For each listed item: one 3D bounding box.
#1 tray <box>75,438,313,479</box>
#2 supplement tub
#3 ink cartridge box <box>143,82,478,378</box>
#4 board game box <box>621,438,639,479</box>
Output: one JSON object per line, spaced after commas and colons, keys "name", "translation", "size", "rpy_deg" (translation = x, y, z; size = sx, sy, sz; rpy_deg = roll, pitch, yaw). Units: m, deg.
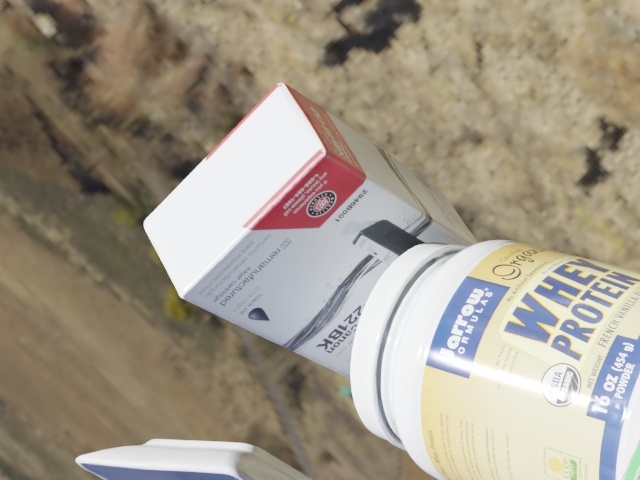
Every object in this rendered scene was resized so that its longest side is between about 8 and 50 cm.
{"name": "tray", "translation": [-0.002, 0.176, 0.918], "size": [0.145, 0.030, 0.270], "rpy_deg": [-6, 146, 46]}
{"name": "supplement tub", "translation": [0.206, 0.126, 1.358], "size": [0.316, 0.228, 0.228], "rpy_deg": [15, 147, 38]}
{"name": "ink cartridge box", "translation": [0.000, 0.000, 1.509], "size": [0.273, 0.197, 0.114], "rpy_deg": [29, -158, -46]}
{"name": "board game box", "translation": [0.293, 0.072, 0.887], "size": [0.213, 0.317, 0.046], "rpy_deg": [-29, 96, 29]}
